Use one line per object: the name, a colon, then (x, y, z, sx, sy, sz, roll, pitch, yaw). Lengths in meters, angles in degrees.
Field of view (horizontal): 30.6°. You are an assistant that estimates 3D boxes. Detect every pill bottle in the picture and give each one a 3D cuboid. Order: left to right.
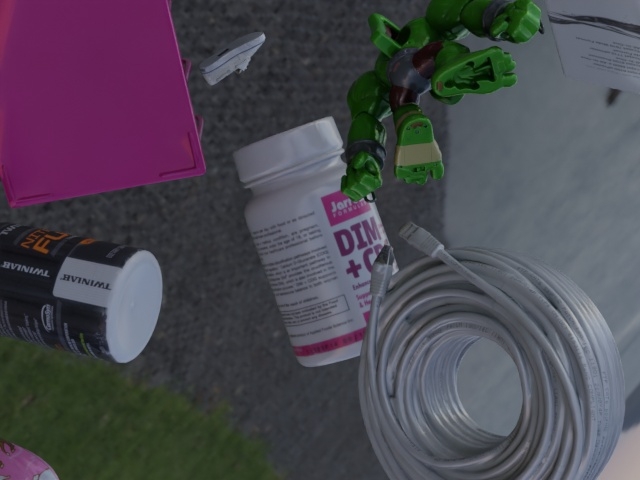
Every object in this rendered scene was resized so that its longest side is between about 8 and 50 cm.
pill bottle: (-0.314, 0.052, 1.314, 0.130, 0.246, 0.130, 11, 90, -73)
pill bottle: (0.000, 0.000, 1.459, 0.160, 0.283, 0.160, -20, -176, 2)

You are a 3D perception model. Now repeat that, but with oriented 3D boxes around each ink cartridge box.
ink cartridge box: (0.330, -0.328, 1.229, 0.223, 0.129, 0.307, -65, 152, -16)

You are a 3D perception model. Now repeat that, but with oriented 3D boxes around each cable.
cable: (0.146, 0.133, 1.055, 0.089, 0.257, 0.257, -4, 114, -50)

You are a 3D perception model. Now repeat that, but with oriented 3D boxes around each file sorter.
file sorter: (-0.242, -0.215, 1.194, 0.182, 0.202, 0.290, -96, 176, -66)

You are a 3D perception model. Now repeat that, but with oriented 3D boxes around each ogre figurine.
ogre figurine: (0.083, -0.130, 0.918, 0.097, 0.118, 0.197, 12, 125, -21)

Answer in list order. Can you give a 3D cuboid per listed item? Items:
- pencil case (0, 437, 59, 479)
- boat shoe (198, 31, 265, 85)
pencil case: (-0.398, 0.370, 1.194, 0.167, 0.160, 0.386, -58, -175, 35)
boat shoe: (-0.109, -0.233, 1.507, 0.100, 0.035, 0.035, -38, 123, -22)
